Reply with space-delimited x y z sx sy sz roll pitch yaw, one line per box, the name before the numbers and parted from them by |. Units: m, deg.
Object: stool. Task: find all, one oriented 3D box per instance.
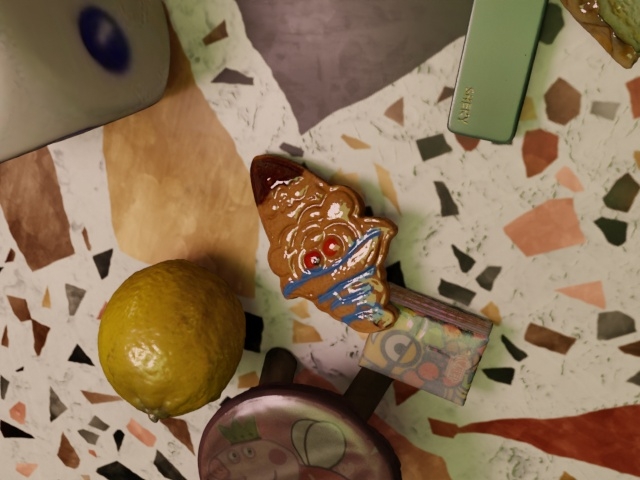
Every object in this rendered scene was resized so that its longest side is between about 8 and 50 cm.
stool | -0.011 0.281 0.990 0.272 0.178 0.272 7 113 17

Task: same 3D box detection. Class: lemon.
lemon | -0.197 0.130 0.983 0.192 0.231 0.192 9 146 6

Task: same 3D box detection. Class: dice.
dice | -0.374 -0.251 0.841 0.277 0.304 0.304 -13 105 23

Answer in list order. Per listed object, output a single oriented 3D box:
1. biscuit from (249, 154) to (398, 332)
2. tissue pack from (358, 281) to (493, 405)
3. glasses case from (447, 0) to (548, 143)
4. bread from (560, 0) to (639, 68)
biscuit | 0.000 0.000 0.927 0.183 0.043 0.280 -40 83 25
tissue pack | 0.134 0.134 0.948 0.148 0.060 0.108 21 117 12
glasses case | 0.195 -0.202 0.806 0.078 0.039 0.184 14 115 14
bread | 0.269 -0.287 0.720 0.128 0.088 0.232 -40 99 -8
